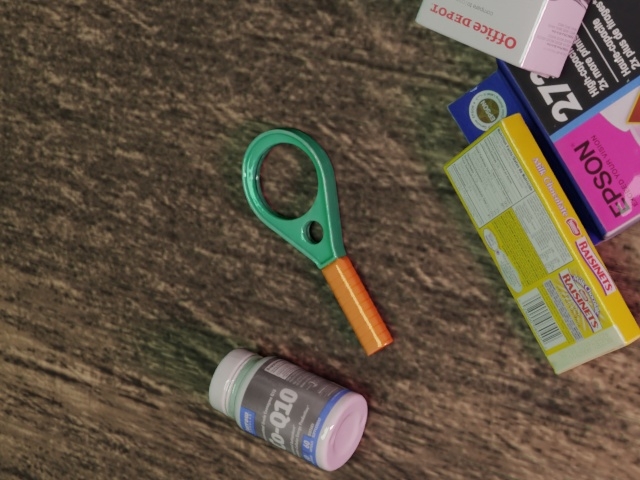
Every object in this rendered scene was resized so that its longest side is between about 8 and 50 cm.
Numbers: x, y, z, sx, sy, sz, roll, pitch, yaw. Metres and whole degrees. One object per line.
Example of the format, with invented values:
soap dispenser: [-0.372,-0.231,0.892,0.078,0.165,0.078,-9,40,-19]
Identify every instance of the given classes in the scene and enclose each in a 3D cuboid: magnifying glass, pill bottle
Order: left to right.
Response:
pill bottle: [-0.032,0.155,1.275,0.137,0.078,0.078,21,109,27]
magnifying glass: [0.000,0.000,1.261,0.092,0.026,0.231,-35,81,31]

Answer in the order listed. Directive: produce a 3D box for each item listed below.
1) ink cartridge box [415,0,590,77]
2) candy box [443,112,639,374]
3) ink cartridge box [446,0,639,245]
ink cartridge box: [0.154,-0.214,1.048,0.109,0.063,0.151,30,106,34]
candy box: [0.180,0.005,1.124,0.206,0.027,0.105,62,149,6]
ink cartridge box: [0.269,-0.131,1.057,0.371,0.069,0.176,-36,79,33]
